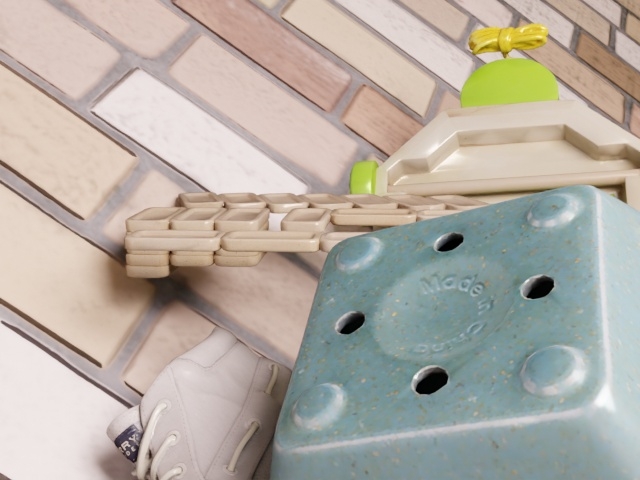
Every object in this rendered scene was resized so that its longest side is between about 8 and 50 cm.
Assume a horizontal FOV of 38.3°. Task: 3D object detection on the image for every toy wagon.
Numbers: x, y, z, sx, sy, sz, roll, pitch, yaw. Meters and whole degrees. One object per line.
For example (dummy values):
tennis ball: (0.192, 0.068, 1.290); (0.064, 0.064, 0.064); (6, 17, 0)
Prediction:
toy wagon: (0.157, -0.025, 0.731); (0.267, 0.068, 0.344); (-3, 57, 14)

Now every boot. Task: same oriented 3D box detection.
boot: (-0.076, 0.150, 0.522); (0.123, 0.095, 0.258); (34, 31, 2)

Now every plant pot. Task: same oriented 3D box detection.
plant pot: (0.106, 0.118, 0.479); (0.252, 0.248, 0.247); (62, 28, -31)

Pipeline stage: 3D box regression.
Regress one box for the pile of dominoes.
pile of dominoes: (0.000, 0.000, 0.625); (0.251, 0.040, 0.196); (1, 11, 6)
